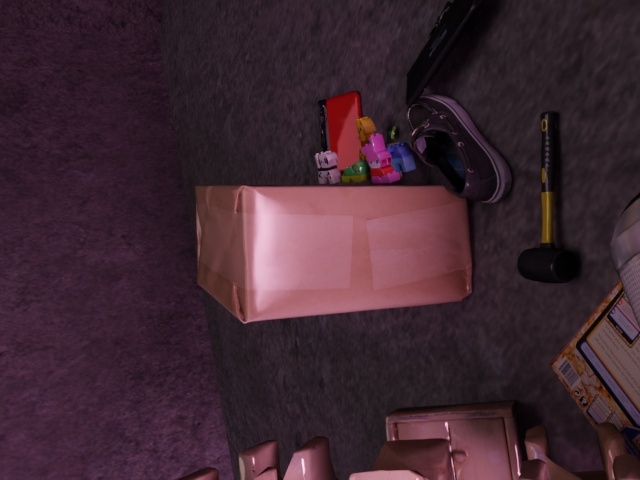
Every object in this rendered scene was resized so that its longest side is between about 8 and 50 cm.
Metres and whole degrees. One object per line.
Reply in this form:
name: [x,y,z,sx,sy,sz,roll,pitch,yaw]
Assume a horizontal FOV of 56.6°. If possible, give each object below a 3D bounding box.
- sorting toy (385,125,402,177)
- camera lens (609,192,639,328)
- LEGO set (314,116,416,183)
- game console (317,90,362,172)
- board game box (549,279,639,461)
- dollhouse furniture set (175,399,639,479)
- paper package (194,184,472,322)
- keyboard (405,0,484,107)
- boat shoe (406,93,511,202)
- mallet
sorting toy: [0.115,-0.144,0.978,0.062,0.012,0.083,-173,80,-67]
camera lens: [0.304,0.066,0.312,0.219,0.219,0.275,130,132,-58]
LEGO set: [0.071,-0.147,0.948,0.227,0.087,0.093,9,117,63]
game console: [0.044,-0.197,1.136,0.124,0.085,0.144,14,-108,-82]
board game box: [0.307,0.112,0.532,0.194,0.045,0.147,108,149,-41]
dollhouse furniture set: [0.115,0.317,0.573,0.394,0.361,0.257,16,-115,-68]
paper package: [0.000,0.000,0.880,0.309,0.324,0.168,-168,76,-67]
keyboard: [0.166,-0.272,0.803,0.180,0.023,0.108,126,159,-48]
boat shoe: [0.161,-0.127,0.795,0.229,0.076,0.080,-116,32,-41]
mallet: [0.248,-0.046,0.667,0.062,0.039,0.190,160,110,-68]
